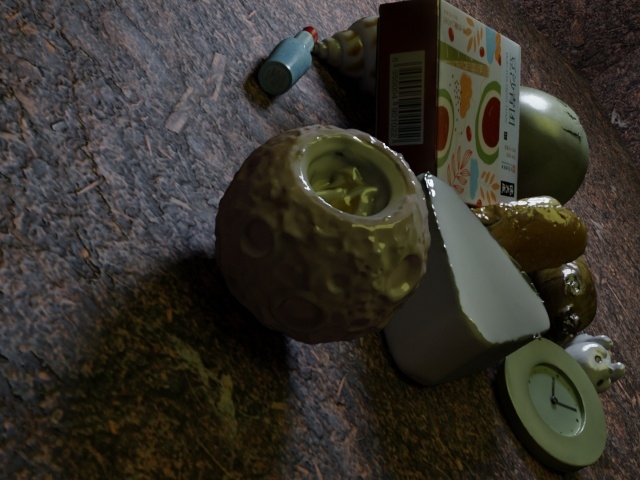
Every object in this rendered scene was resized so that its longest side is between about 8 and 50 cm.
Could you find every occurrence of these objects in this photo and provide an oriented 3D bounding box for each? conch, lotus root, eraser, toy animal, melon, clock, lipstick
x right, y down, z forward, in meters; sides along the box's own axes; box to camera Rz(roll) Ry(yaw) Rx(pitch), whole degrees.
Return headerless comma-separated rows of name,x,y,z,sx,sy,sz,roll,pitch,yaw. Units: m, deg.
conch,0.118,-0.350,1.830,0.275,0.183,0.148,28,60,-14
lotus root,0.498,0.110,1.901,0.145,0.128,0.260,57,26,-17
eraser,0.188,0.053,1.442,0.331,0.150,0.331,38,32,-30
toy animal,0.477,0.241,1.708,0.221,0.131,0.103,-20,102,-61
melon,0.438,-0.200,2.028,0.330,0.268,0.268,36,30,-37
clock,0.388,0.271,1.565,0.235,0.029,0.235,22,48,-27
lipstick,-0.045,-0.321,1.615,0.068,0.061,0.274,45,27,-11

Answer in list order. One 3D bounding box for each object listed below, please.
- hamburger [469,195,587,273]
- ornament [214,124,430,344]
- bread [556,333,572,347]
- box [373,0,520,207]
hamburger,0.365,-0.010,1.690,0.262,0.131,0.124,-10,56,-14
ornament,0.000,0.000,1.096,0.259,0.225,0.259,13,47,-14
bread,0.512,0.229,1.882,0.083,0.035,0.070,44,26,-4
box,0.246,-0.232,1.740,0.385,0.122,0.344,4,87,-57
